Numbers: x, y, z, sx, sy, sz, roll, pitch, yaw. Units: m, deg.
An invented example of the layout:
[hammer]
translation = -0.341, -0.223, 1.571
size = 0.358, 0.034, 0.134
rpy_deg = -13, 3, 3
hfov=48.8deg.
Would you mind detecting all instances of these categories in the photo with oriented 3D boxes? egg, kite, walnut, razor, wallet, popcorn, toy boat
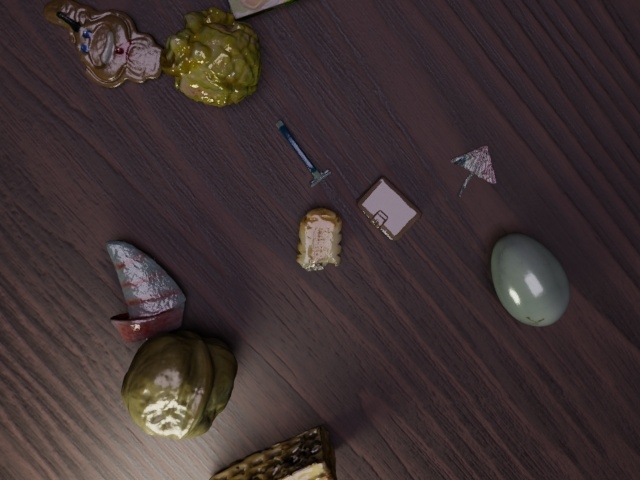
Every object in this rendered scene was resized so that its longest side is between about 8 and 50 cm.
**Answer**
[egg]
translation = 0.545, 0.101, 1.848
size = 0.183, 0.183, 0.264
rpy_deg = -29, 95, 4
[kite]
translation = 0.406, -0.183, 1.875
size = 0.139, 0.011, 0.156
rpy_deg = 28, 99, -5
[walnut]
translation = -0.366, 0.374, 1.841
size = 0.282, 0.253, 0.276
rpy_deg = 25, 106, -16
[razor]
translation = -0.054, -0.232, 1.838
size = 0.068, 0.037, 0.191
rpy_deg = -36, 100, 7
[wallet]
translation = 0.180, -0.083, 1.875
size = 0.118, 0.039, 0.152
rpy_deg = -44, 96, 5
[popcorn]
translation = -0.256, -0.445, 1.697
size = 0.259, 0.259, 0.212
rpy_deg = 23, 64, -6
[toy boat]
translation = -0.477, 0.122, 1.873
size = 0.206, 0.096, 0.282
rpy_deg = -16, 100, -3

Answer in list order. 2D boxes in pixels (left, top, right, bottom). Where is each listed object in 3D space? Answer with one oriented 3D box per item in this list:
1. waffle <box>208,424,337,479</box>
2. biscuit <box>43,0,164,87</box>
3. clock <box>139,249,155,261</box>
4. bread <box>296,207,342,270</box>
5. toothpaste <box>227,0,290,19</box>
[waffle]
translation = -0.136, 0.660, 1.907
size = 0.376, 0.261, 0.114
rpy_deg = -26, 96, 3
[biscuit]
translation = -0.546, -0.499, 1.771
size = 0.320, 0.047, 0.183
rpy_deg = 40, 95, -7
[clock]
translation = -0.486, 0.069, 1.900
size = 0.085, 0.017, 0.085
rpy_deg = 0, 101, -1
[bread]
translation = 0.000, 0.000, 1.863
size = 0.119, 0.084, 0.177
rpy_deg = 4, 101, -4
[toothpaste]
translation = -0.079, -0.643, 1.734
size = 0.328, 0.077, 0.110
rpy_deg = -18, 103, 3
